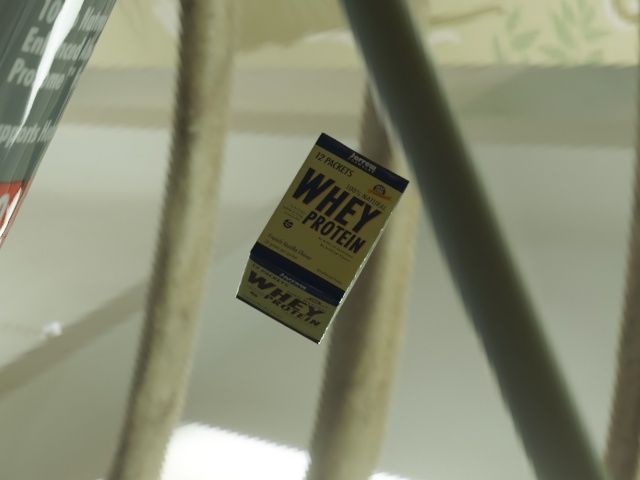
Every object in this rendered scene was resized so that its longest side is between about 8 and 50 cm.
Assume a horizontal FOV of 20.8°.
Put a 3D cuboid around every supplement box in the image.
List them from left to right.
[{"bbox_3d":[0.000,0.000,0.965,0.083,0.056,0.083,-60,178,-21],"label":"supplement box"}]

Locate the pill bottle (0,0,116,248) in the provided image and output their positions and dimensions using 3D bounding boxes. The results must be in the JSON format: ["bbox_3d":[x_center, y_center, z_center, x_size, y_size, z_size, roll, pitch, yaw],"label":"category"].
[{"bbox_3d":[-0.147,-0.171,0.621,0.210,0.363,0.210,26,-170,-5],"label":"pill bottle"}]
